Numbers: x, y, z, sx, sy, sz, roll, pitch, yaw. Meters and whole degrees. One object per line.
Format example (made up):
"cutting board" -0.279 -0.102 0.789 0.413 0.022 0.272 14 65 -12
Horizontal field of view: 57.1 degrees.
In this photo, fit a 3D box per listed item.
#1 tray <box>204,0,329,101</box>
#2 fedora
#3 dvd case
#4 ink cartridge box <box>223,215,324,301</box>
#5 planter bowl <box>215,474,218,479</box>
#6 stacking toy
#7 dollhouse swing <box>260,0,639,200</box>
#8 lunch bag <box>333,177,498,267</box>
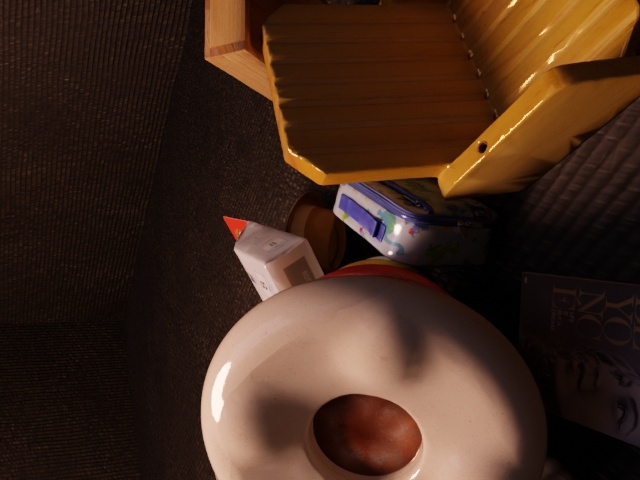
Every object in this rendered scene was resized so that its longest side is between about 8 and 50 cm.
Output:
"tray" -0.047 -0.330 0.990 0.076 0.411 0.202 -4 83 24
"fedora" 0.000 0.000 1.150 0.079 0.194 0.194 3 91 26
"dvd case" 0.305 0.125 0.649 0.221 0.018 0.164 5 92 63
"ink cartridge box" -0.080 0.118 1.107 0.385 0.091 0.308 15 135 60
"planter bowl" -0.200 0.541 1.500 0.162 0.109 0.162 -8 81 62
"stacking toy" 0.082 0.133 0.779 0.480 0.351 0.350 -62 -13 -68
"dollhouse swing" 0.130 -0.259 0.712 0.315 0.305 0.346 -50 44 51
"lunch bag" 0.126 -0.037 0.838 0.219 0.176 0.090 44 127 57
